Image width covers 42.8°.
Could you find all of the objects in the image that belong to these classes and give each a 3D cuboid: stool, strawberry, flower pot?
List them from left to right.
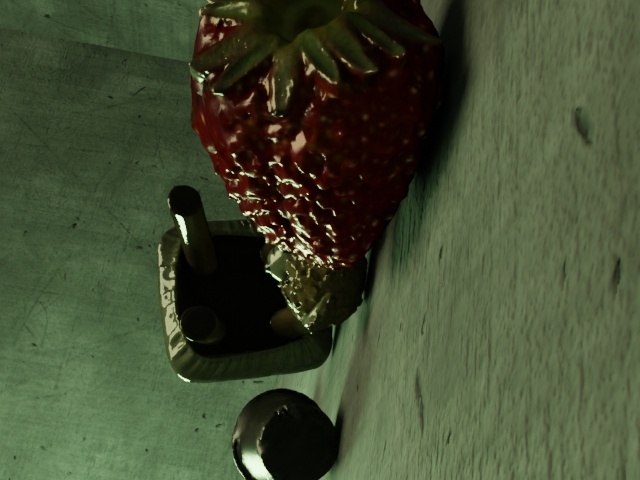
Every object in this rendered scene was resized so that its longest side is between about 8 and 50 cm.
[{"bbox_3d":[-0.123,0.070,1.423,0.226,0.310,0.310,116,145,-66],"label":"stool"},{"bbox_3d":[-0.043,0.298,1.207,0.107,0.157,0.158,151,129,-68],"label":"flower pot"},{"bbox_3d":[0.003,-0.138,0.904,0.343,0.292,0.292,82,-167,-59],"label":"strawberry"}]

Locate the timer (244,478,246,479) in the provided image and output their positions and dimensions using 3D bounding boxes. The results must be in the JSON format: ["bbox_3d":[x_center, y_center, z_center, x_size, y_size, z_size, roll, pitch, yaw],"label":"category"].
[{"bbox_3d":[-0.106,0.544,1.639,0.309,0.115,0.340,-89,9,-71],"label":"timer"}]

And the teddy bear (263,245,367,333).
[{"bbox_3d":[0.000,0.000,1.165,0.267,0.156,0.256,-52,-29,-78],"label":"teddy bear"}]
